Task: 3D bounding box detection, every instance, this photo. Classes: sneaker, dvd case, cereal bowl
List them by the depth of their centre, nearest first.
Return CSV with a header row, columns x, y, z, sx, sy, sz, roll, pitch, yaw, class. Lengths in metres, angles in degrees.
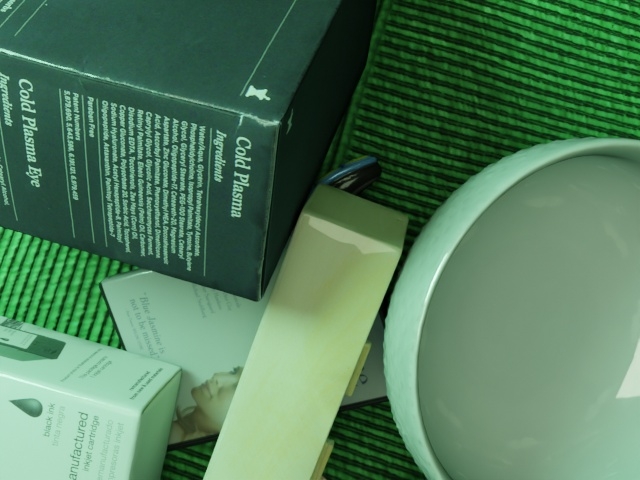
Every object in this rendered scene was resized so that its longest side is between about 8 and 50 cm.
x,y,z,sx,sy,sz,roll,pitch,yaw,class
0.200,0.078,0.840,0.339,0.141,0.339,-3,98,-20,cereal bowl
-0.059,0.088,0.915,0.253,0.022,0.180,-15,103,12,dvd case
0.000,0.000,0.935,0.078,0.067,0.188,35,97,1,sneaker

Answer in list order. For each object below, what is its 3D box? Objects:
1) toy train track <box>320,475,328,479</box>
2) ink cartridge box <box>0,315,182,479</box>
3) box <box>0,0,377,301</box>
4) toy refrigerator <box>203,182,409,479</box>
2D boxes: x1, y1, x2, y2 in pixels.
x,y,z,sx,sy,sz,roll,pitch,yaw,class
-0.024,0.235,0.949,0.083,0.014,0.048,38,92,7,toy train track
-0.295,0.189,0.906,0.289,0.121,0.211,14,105,7,ink cartridge box
-0.136,-0.162,0.807,0.312,0.179,0.343,15,45,8,box
-0.010,0.099,0.846,0.094,0.102,0.269,22,108,2,toy refrigerator
